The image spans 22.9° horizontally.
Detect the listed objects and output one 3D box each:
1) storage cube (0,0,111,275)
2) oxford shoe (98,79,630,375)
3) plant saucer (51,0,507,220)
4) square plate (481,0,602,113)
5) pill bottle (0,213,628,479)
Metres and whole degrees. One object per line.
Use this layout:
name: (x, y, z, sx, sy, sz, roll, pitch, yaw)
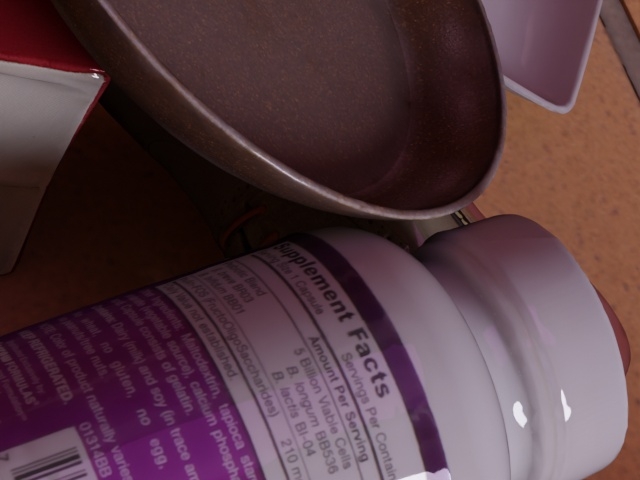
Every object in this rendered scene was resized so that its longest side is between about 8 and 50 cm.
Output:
storage cube: (-0.211, -0.115, 0.730, 0.215, 0.184, 0.193, 7, 57, -24)
oxford shoe: (0.000, 0.000, 0.809, 0.348, 0.123, 0.130, 38, 55, 1)
plant saucer: (-0.034, -0.135, 0.710, 0.310, 0.050, 0.311, 33, 38, -30)
square plate: (0.047, -0.271, 1.055, 0.344, 0.049, 0.347, 29, 51, -8)
pill bottle: (-0.029, 0.092, 0.662, 0.301, 0.169, 0.169, -19, 69, -21)
